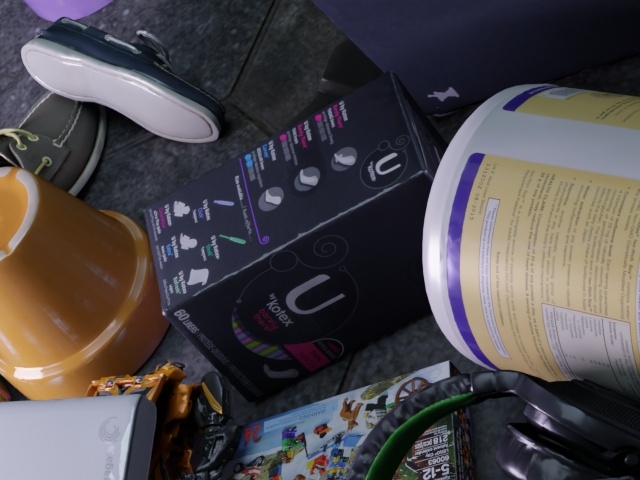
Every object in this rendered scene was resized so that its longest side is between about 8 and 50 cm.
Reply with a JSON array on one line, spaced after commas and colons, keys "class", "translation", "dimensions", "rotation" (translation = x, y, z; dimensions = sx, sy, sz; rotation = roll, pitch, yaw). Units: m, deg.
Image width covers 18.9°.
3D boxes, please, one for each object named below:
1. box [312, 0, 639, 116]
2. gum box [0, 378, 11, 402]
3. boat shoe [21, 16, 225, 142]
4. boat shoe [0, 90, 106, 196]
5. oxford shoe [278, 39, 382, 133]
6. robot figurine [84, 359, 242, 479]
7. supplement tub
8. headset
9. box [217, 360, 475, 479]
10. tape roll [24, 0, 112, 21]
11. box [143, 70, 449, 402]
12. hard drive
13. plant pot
[{"class": "box", "translation": [0.104, -0.443, 1.732], "dimensions": [0.297, 0.480, 0.472], "rotation": [-15, 62, 24]}, {"class": "gum box", "translation": [-0.396, 0.109, 1.973], "dimensions": [0.062, 0.107, 0.188], "rotation": [-42, 43, -1]}, {"class": "boat shoe", "translation": [-0.201, -0.176, 2.061], "dimensions": [0.254, 0.095, 0.079], "rotation": [19, 55, 29]}, {"class": "boat shoe", "translation": [-0.326, -0.064, 2.059], "dimensions": [0.109, 0.091, 0.305], "rotation": [0, 50, 36]}, {"class": "oxford shoe", "translation": [0.005, -0.097, 1.882], "dimensions": [0.076, 0.076, 0.212], "rotation": [25, 58, 9]}, {"class": "robot figurine", "translation": [-0.174, 0.237, 1.710], "dimensions": [0.211, 0.085, 0.291], "rotation": [-11, 58, 44]}, {"class": "supplement tub", "translation": [0.271, 0.013, 1.490], "dimensions": [0.331, 0.241, 0.241], "rotation": [13, 65, 40]}, {"class": "headset", "translation": [0.191, 0.210, 1.386], "dimensions": [0.394, 0.185, 0.243], "rotation": [-5, 80, 22]}, {"class": "box", "translation": [0.020, 0.209, 1.650], "dimensions": [0.233, 0.044, 0.159], "rotation": [-20, 47, 21]}, {"class": "tape roll", "translation": [-0.293, -0.358, 2.291], "dimensions": [0.189, 0.080, 0.189], "rotation": [-19, 47, 22]}, {"class": "box", "translation": [0.000, 0.000, 1.742], "dimensions": [0.270, 0.165, 0.143], "rotation": [-29, 44, 13]}, {"class": "hard drive", "translation": [-0.298, 0.240, 1.675], "dimensions": [0.307, 0.040, 0.203], "rotation": [-6, 62, 24]}, {"class": "plant pot", "translation": [-0.275, 0.030, 1.892], "dimensions": [0.205, 0.188, 0.205], "rotation": [-19, 48, 22]}]
